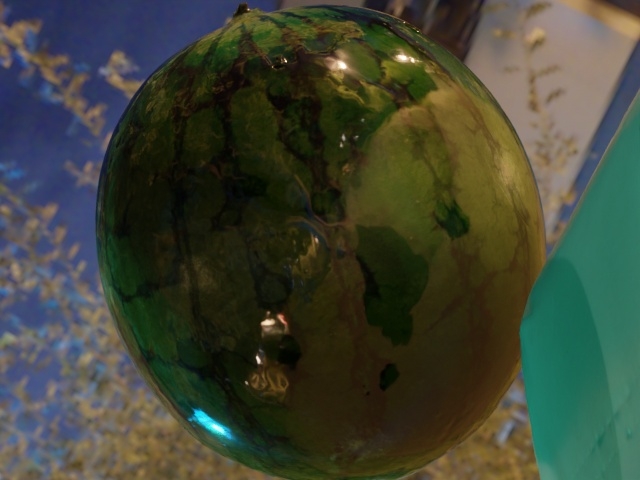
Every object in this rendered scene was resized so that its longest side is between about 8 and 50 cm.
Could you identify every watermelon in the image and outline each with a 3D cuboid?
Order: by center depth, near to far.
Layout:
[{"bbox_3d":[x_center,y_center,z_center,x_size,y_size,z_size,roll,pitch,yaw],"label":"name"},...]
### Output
[{"bbox_3d":[0.000,0.000,1.115,0.363,0.363,0.363,-58,-11,-18],"label":"watermelon"}]

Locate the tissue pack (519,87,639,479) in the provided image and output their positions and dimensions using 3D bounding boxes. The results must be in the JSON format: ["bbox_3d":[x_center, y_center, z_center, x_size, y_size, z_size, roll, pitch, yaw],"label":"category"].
[{"bbox_3d":[0.212,0.057,0.601,0.356,0.194,0.266,105,161,-58],"label":"tissue pack"}]
